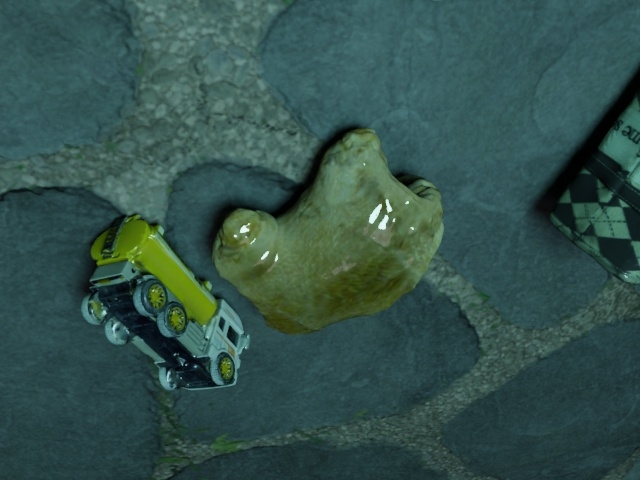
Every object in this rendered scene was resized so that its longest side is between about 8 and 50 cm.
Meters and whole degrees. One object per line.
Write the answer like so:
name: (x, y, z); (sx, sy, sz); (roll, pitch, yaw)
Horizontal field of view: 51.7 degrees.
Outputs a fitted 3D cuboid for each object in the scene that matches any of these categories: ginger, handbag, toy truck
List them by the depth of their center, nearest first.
handbag: (0.502, -0.124, 0.728); (0.317, 0.180, 0.416); (12, 120, -31)
ginger: (0.000, 0.000, 0.739); (0.222, 0.130, 0.275); (19, 117, -14)
toy truck: (-0.175, 0.080, 0.774); (0.098, 0.114, 0.226); (-11, 133, 26)
